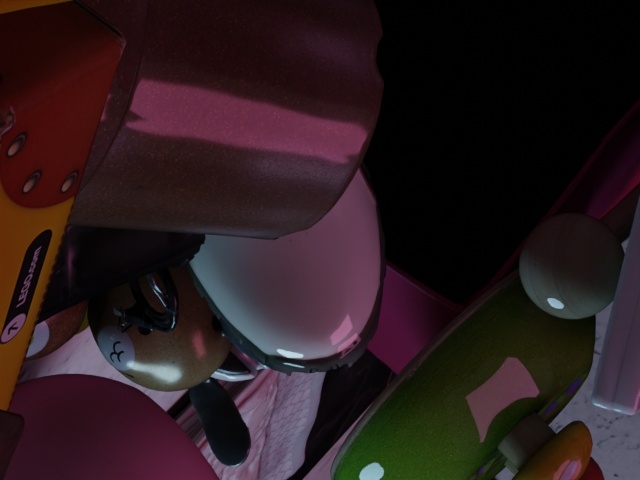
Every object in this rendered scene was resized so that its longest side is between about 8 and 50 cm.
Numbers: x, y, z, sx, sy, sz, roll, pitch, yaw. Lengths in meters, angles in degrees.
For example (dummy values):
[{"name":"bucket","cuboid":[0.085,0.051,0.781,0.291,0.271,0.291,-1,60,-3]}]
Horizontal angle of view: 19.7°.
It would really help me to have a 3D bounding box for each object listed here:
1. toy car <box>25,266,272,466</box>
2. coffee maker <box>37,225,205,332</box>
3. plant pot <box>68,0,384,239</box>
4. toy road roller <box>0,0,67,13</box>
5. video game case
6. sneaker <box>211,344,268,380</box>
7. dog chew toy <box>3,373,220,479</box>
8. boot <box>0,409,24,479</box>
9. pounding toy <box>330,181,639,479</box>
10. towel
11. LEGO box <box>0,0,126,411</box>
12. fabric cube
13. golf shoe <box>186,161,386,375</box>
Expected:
[{"name":"toy car","cuboid":[-0.106,0.044,1.022,0.149,0.188,0.155,-38,159,-45]},{"name":"coffee maker","cuboid":[-0.145,-0.001,0.847,0.178,0.120,0.171,-27,110,-35]},{"name":"plant pot","cuboid":[-0.074,-0.072,0.736,0.165,0.167,0.167,10,122,-36]},{"name":"toy road roller","cuboid":[-0.146,-0.178,0.370,0.329,0.202,0.240,-20,134,-62]},{"name":"video game case","cuboid":[0.202,-0.028,0.984,0.285,0.025,0.204,-14,118,-71]},{"name":"sneaker","cuboid":[0.000,0.000,1.455,0.292,0.110,0.118,-41,171,-13]},{"name":"dog chew toy","cuboid":[-0.213,0.234,1.141,0.332,0.206,0.206,-39,162,-20]},{"name":"boot","cuboid":[-0.117,0.091,0.637,0.106,0.037,0.114,-38,155,-54]},{"name":"pounding toy","cuboid":[0.122,0.088,0.992,0.237,0.110,0.183,-52,163,28]},{"name":"towel","cuboid":[-0.104,0.228,1.745,0.317,0.053,0.332,-44,162,-33]},{"name":"LEGO box","cuboid":[-0.302,0.134,0.602,0.372,0.193,0.500,-38,159,-47]},{"name":"fabric cube","cuboid":[0.066,-0.083,1.136,0.259,0.254,0.258,-49,166,-12]},{"name":"golf shoe","cuboid":[-0.036,-0.066,0.887,0.105,0.273,0.120,-14,179,-2]}]
